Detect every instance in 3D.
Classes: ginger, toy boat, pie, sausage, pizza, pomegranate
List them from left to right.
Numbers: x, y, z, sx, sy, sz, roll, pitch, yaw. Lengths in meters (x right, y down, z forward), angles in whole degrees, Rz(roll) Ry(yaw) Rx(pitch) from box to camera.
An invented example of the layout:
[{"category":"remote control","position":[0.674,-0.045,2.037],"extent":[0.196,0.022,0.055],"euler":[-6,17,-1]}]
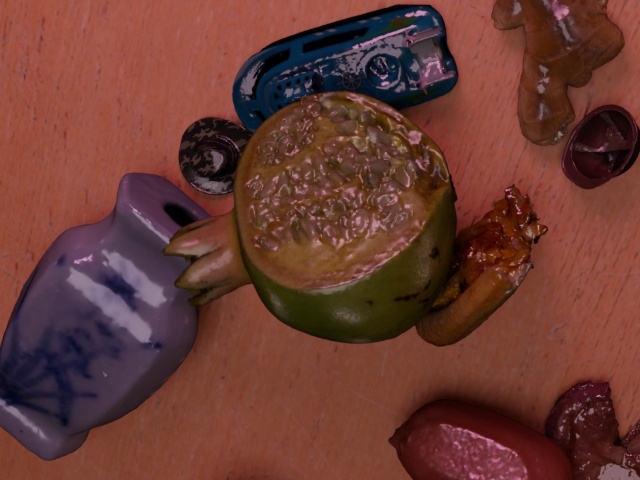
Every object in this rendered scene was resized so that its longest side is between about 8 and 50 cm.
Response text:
[{"category":"pomegranate","position":[0.000,0.000,1.331],"extent":[0.358,0.216,0.310],"euler":[-20,58,11]},{"category":"toy boat","position":[0.021,-0.207,1.391],"extent":[0.298,0.092,0.134],"euler":[-15,105,16]},{"category":"pizza","position":[0.199,0.025,1.373],"extent":[0.081,0.289,0.229],"euler":[36,72,-1]},{"category":"sausage","position":[0.215,0.294,1.450],"extent":[0.254,0.148,0.148],"euler":[14,109,24]},{"category":"ginger","position":[0.277,-0.283,1.318],"extent":[0.147,0.081,0.334],"euler":[-11,102,32]},{"category":"pie","position":[0.411,0.286,1.459],"extent":[0.218,0.054,0.204],"euler":[-3,105,14]}]

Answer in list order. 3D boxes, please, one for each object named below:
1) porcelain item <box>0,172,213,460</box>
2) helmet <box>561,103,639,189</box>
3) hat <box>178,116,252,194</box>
[{"category":"porcelain item","position":[-0.301,0.111,1.508],"extent":[0.242,0.178,0.405],"euler":[39,112,-2]},{"category":"helmet","position":[0.360,-0.113,1.355],"extent":[0.111,0.057,0.089],"euler":[-53,54,26]},{"category":"hat","position":[-0.144,-0.112,1.473],"extent":[0.121,0.050,0.121],"euler":[5,111,14]}]
